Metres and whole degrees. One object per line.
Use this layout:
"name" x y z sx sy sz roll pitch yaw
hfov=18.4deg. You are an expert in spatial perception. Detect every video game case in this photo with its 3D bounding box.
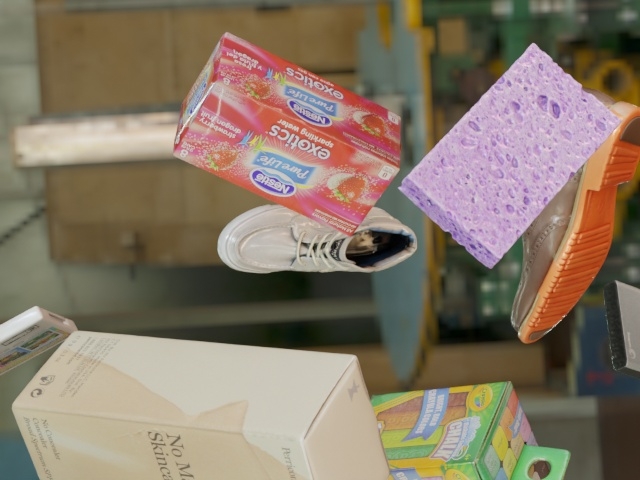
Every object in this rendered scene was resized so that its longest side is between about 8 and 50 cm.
"video game case" -0.339 0.118 2.044 0.019 0.157 0.143 62 -177 11

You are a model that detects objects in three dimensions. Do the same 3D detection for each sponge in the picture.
"sponge" 0.181 -0.082 1.866 0.210 0.117 0.031 -46 -2 -28

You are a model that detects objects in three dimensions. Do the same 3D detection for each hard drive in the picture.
"hard drive" 0.341 0.101 1.989 0.022 0.135 0.094 -30 53 42

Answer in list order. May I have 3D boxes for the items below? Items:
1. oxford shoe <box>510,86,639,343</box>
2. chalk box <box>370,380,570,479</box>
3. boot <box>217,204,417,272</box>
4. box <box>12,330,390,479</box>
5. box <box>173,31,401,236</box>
"oxford shoe" 0.323 -0.036 2.683 0.130 0.132 0.364 -6 -59 -56
"chalk box" 0.148 0.237 2.026 0.132 0.213 0.132 64 -147 -26
"boot" 0.000 0.000 2.656 0.123 0.258 0.095 -158 61 -64
"box" -0.108 0.181 1.801 0.121 0.311 0.148 -53 -45 -45
"box" -0.039 -0.129 2.435 0.128 0.257 0.123 -55 18 34
